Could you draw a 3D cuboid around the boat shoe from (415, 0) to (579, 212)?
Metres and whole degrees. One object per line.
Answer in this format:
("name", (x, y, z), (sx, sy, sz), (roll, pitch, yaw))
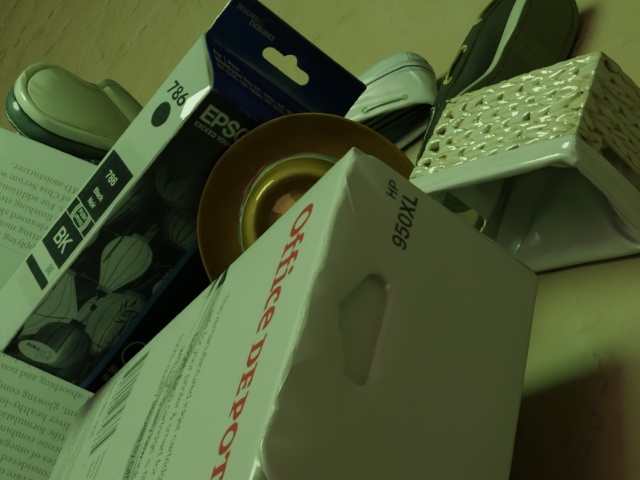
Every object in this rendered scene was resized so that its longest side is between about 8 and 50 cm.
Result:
("boat shoe", (0.135, -0.115, 1.146), (0.068, 0.081, 0.228), (-4, 49, 57))

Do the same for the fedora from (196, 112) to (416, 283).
("fedora", (0.000, 0.000, 1.034), (0.194, 0.194, 0.079), (-52, 3, 4))

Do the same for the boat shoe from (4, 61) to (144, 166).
("boat shoe", (-0.259, -0.111, 1.463), (0.099, 0.116, 0.319), (-41, -3, 10))

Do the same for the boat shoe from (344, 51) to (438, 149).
("boat shoe", (0.010, -0.086, 1.278), (0.226, 0.083, 0.076), (-38, 38, 19))

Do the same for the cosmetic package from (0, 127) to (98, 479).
("cosmetic package", (-0.291, 0.150, 1.292), (0.161, 0.230, 0.453), (116, 176, -66))

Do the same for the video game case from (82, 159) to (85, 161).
("video game case", (-0.387, -0.001, 1.786), (0.244, 0.061, 0.269), (-12, 51, 52))

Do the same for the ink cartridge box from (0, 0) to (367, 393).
("ink cartridge box", (-0.102, -0.021, 1.112), (0.333, 0.165, 0.065), (-52, 41, 8))

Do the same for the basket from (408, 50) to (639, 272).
("basket", (0.162, -0.052, 1.009), (0.167, 0.113, 0.103), (-13, 46, 49))

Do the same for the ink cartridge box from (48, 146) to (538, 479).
("ink cartridge box", (-0.052, 0.170, 0.932), (0.395, 0.166, 0.285), (-43, 22, 41))
